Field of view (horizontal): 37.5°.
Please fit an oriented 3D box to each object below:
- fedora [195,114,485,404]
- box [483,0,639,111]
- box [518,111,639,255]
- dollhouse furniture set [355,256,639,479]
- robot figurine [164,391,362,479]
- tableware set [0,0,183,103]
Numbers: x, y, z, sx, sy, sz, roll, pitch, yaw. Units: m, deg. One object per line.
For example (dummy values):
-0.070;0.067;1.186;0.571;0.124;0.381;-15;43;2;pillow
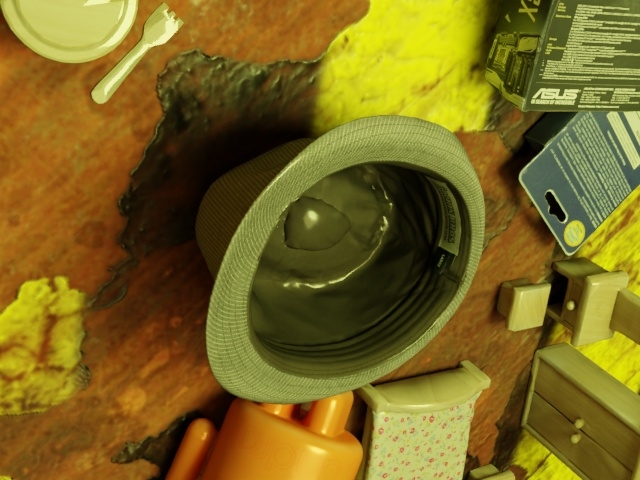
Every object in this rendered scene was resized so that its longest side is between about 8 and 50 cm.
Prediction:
0.000;0.000;0.742;0.276;0.124;0.243;-4;119;-39;fedora
0.311;-0.227;0.778;0.308;0.076;0.242;-2;123;-18;box
0.285;-0.105;0.917;0.225;0.036;0.136;-45;128;-5;box
0.157;0.201;0.914;0.356;0.174;0.303;-8;118;-28;dollhouse furniture set
-0.044;0.220;0.820;0.158;0.128;0.219;21;89;-26;robot figurine
-0.130;-0.200;0.615;0.194;0.039;0.128;-49;117;-7;tableware set
